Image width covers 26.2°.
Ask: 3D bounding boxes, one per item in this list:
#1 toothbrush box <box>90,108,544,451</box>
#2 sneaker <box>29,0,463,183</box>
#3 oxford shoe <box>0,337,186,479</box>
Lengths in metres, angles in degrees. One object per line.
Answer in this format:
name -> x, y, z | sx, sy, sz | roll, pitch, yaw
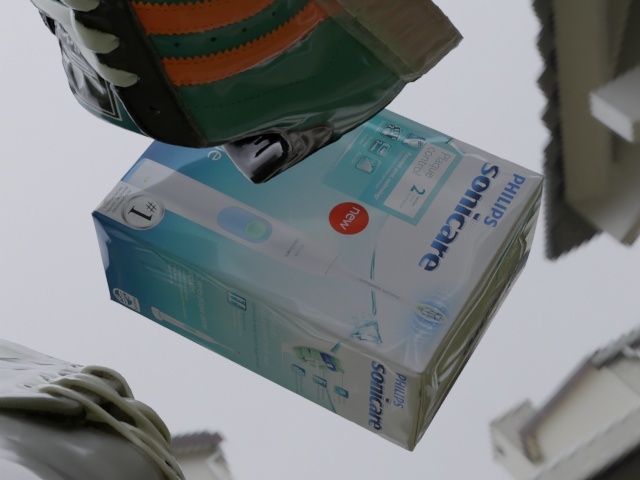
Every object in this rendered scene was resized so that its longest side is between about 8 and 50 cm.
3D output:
toothbrush box -> 0.000, 0.000, 1.119 | 0.216, 0.295, 0.126 | -53, -20, -30
sneaker -> -0.060, -0.095, 0.476 | 0.121, 0.108, 0.302 | -46, -34, 11
oxford shoe -> -0.122, 0.113, 0.610 | 0.130, 0.449, 0.169 | -40, -81, -17
